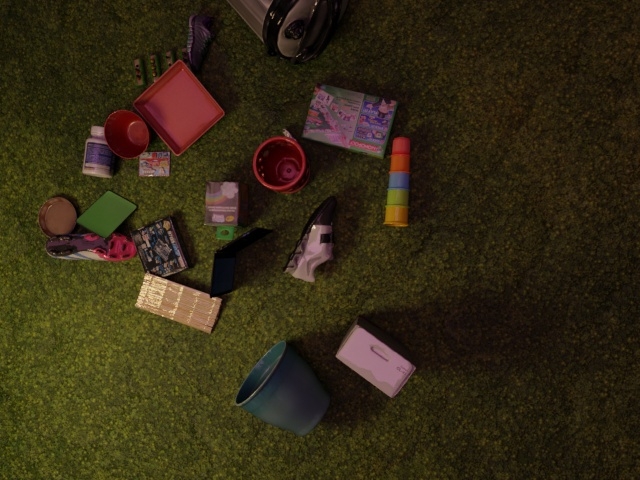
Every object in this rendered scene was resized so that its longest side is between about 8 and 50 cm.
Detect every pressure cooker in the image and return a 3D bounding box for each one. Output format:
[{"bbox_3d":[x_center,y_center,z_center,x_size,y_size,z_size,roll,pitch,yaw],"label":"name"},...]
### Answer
[{"bbox_3d":[-0.104,-0.842,1.614,0.375,0.370,0.420,-41,80,9],"label":"pressure cooker"}]

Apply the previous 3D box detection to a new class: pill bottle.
[{"bbox_3d":[-0.862,-0.346,1.832,0.112,0.112,0.186,7,90,8],"label":"pill bottle"}]

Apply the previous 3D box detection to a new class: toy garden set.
[{"bbox_3d":[-0.619,-0.640,1.837,0.245,0.049,0.203,-10,87,7],"label":"toy garden set"}]

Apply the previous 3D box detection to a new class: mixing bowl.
[{"bbox_3d":[-0.728,-0.413,1.812,0.182,0.098,0.181,2,106,8],"label":"mixing bowl"}]

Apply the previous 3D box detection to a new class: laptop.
[{"bbox_3d":[-0.279,0.076,1.681,0.264,0.234,0.136,-30,86,6],"label":"laptop"}]

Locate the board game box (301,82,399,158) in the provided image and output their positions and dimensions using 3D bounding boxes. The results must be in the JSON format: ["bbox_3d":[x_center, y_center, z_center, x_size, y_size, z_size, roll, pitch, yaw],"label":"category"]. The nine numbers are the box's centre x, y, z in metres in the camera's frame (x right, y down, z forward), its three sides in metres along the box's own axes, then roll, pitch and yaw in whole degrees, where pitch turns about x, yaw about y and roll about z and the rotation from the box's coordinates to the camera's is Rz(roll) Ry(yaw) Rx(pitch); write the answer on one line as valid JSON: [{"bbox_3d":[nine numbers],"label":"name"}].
[{"bbox_3d":[0.109,-0.444,1.736,0.318,0.046,0.213,16,92,8],"label":"board game box"}]

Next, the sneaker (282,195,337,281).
[{"bbox_3d":[0.000,0.000,1.716,0.146,0.122,0.330,28,91,-10],"label":"sneaker"}]

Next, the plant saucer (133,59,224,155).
[{"bbox_3d":[-0.537,-0.504,1.793,0.258,0.047,0.259,-38,99,11],"label":"plant saucer"}]

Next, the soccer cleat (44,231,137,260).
[{"bbox_3d":[-0.888,0.023,1.835,0.332,0.143,0.115,3,83,-16],"label":"soccer cleat"}]

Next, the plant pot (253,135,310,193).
[{"bbox_3d":[-0.132,-0.268,1.699,0.191,0.174,0.191,0,89,8],"label":"plant pot"}]

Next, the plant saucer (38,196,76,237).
[{"bbox_3d":[-1.059,-0.090,1.894,0.169,0.029,0.168,0,89,7],"label":"plant saucer"}]

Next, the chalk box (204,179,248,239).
[{"bbox_3d":[-0.349,-0.109,1.748,0.133,0.132,0.212,3,90,7],"label":"chalk box"}]

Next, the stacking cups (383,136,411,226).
[{"bbox_3d":[0.277,-0.211,1.690,0.096,0.096,0.316,1,85,8],"label":"stacking cups"}]

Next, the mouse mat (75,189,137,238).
[{"bbox_3d":[-0.833,-0.104,1.825,0.153,0.007,0.189,29,58,8],"label":"mouse mat"}]

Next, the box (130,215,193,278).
[{"bbox_3d":[-0.618,0.036,1.819,0.175,0.051,0.220,-22,86,6],"label":"box"}]

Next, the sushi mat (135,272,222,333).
[{"bbox_3d":[-0.542,0.241,1.792,0.317,0.019,0.151,19,99,1],"label":"sushi mat"}]

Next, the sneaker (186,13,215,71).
[{"bbox_3d":[-0.457,-0.765,1.805,0.098,0.083,0.223,0,88,3],"label":"sneaker"}]

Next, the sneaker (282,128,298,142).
[{"bbox_3d":[-0.122,-0.386,1.772,0.037,0.032,0.083,-42,83,5],"label":"sneaker"}]

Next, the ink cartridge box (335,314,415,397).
[{"bbox_3d":[0.183,0.375,1.573,0.226,0.306,0.131,35,93,8],"label":"ink cartridge box"}]

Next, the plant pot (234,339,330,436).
[{"bbox_3d":[-0.116,0.539,1.647,0.255,0.271,0.271,41,94,-9],"label":"plant pot"}]

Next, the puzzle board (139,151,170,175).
[{"bbox_3d":[-0.659,-0.304,1.854,0.128,0.011,0.096,1,89,8],"label":"puzzle board"}]
